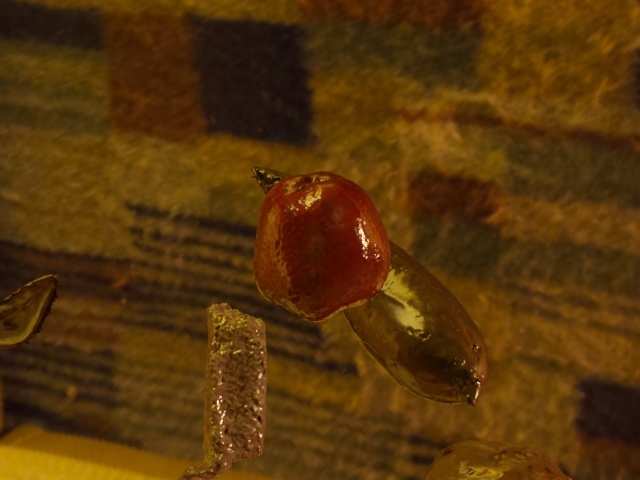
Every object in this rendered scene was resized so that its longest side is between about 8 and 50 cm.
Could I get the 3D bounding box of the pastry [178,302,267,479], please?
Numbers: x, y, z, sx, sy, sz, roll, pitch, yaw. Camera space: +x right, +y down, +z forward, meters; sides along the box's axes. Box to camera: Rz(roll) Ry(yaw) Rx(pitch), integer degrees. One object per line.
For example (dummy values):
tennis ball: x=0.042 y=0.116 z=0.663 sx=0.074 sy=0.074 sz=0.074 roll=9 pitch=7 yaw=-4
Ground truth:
pastry: x=-0.125 y=0.223 z=1.845 sx=0.112 sy=0.103 sz=0.265 roll=10 pitch=85 yaw=-5

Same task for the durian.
durian: x=-0.370 y=0.091 z=1.623 sx=0.066 sy=0.130 sz=0.052 roll=60 pitch=165 yaw=-21

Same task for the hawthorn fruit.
hawthorn fruit: x=0.000 y=0.000 z=1.240 sx=0.133 sy=0.133 sz=0.137 roll=15 pitch=121 yaw=21

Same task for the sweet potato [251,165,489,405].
sweet potato: x=0.065 y=0.052 z=1.625 sx=0.422 sy=0.131 sz=0.130 roll=48 pitch=130 yaw=28

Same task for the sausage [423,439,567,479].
sausage: x=0.193 y=0.364 z=0.864 sx=0.500 sy=0.123 sz=0.136 roll=67 pitch=156 yaw=17

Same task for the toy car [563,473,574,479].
toy car: x=0.310 y=0.499 z=1.783 sx=0.271 sy=0.240 sz=0.340 roll=31 pitch=85 yaw=-23
